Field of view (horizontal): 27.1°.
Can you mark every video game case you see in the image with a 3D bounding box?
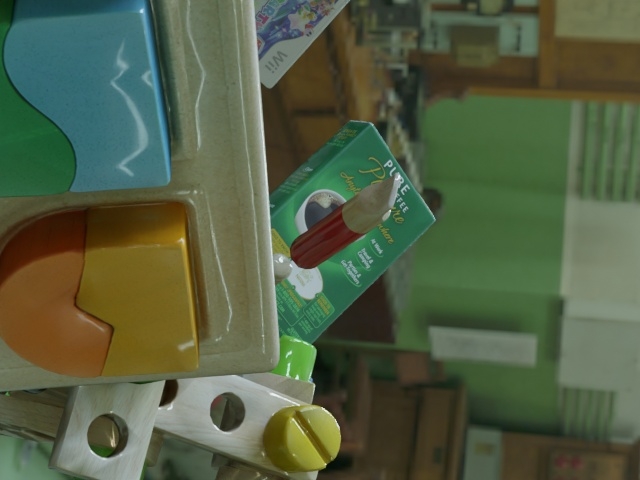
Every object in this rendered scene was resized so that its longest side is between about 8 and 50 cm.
[{"bbox_3d":[-0.048,-0.165,0.815,0.087,0.122,0.011,-46,-174,18],"label":"video game case"}]

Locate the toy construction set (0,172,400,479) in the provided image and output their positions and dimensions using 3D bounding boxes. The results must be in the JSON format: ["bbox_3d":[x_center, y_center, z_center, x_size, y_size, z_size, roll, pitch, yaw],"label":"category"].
[{"bbox_3d":[-0.057,0.059,0.717,0.309,0.257,0.237,-50,-173,-29],"label":"toy construction set"}]

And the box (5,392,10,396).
[{"bbox_3d":[-0.310,0.052,1.430,0.127,0.261,0.231,59,16,-51],"label":"box"}]

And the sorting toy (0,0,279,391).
[{"bbox_3d":[-0.110,-0.011,0.351,0.208,0.192,0.038,88,-3,-51],"label":"sorting toy"}]

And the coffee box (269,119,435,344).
[{"bbox_3d":[0.000,0.000,1.101,0.184,0.040,0.113,-45,116,-16],"label":"coffee box"}]
